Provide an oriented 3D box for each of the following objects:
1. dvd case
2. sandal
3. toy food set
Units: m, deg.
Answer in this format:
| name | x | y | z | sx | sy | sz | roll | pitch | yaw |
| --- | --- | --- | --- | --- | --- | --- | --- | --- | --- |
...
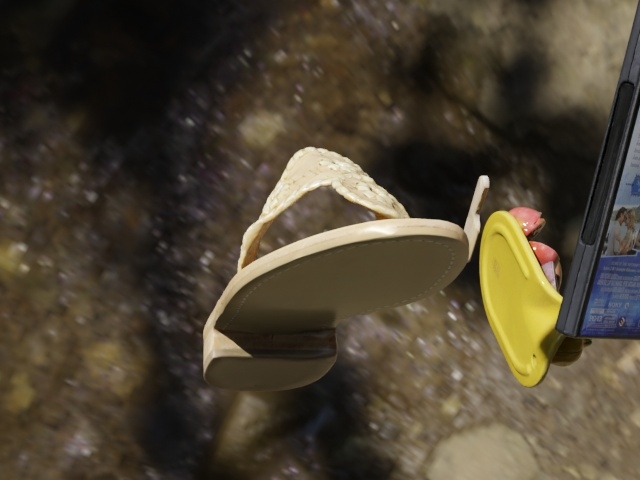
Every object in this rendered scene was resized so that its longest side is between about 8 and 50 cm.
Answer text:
| name | x | y | z | sx | sy | sz | roll | pitch | yaw |
| --- | --- | --- | --- | --- | --- | --- | --- | --- | --- |
| dvd case | 0.257 | -0.049 | 1.452 | 0.022 | 0.180 | 0.253 | 20 | 100 | 40 |
| sandal | -0.006 | 0.000 | 0.887 | 0.088 | 0.240 | 0.079 | 3 | 70 | -17 |
| toy food set | 0.200 | 0.037 | 1.835 | 0.071 | 0.128 | 0.218 | -5 | 43 | -15 |
